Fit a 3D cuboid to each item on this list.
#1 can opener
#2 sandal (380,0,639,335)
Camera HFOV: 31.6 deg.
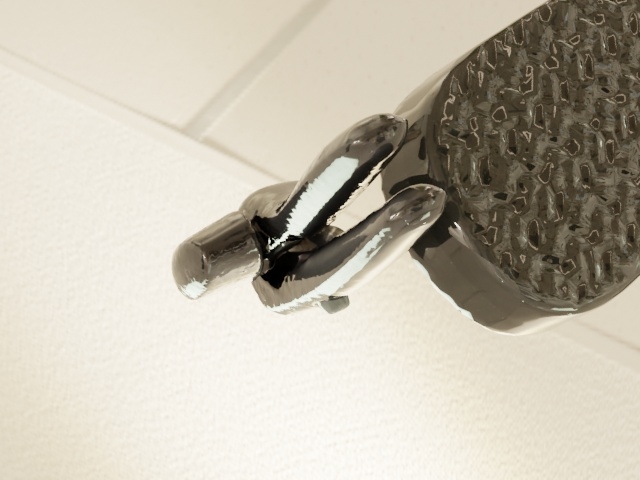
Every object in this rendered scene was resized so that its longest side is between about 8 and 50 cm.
[{"bbox_3d":[0.000,0.000,0.422,0.073,0.186,0.059,-36,-85,-24],"label":"can opener"},{"bbox_3d":[0.179,-0.093,0.625,0.446,0.107,0.167,-29,-91,-37],"label":"sandal"}]
